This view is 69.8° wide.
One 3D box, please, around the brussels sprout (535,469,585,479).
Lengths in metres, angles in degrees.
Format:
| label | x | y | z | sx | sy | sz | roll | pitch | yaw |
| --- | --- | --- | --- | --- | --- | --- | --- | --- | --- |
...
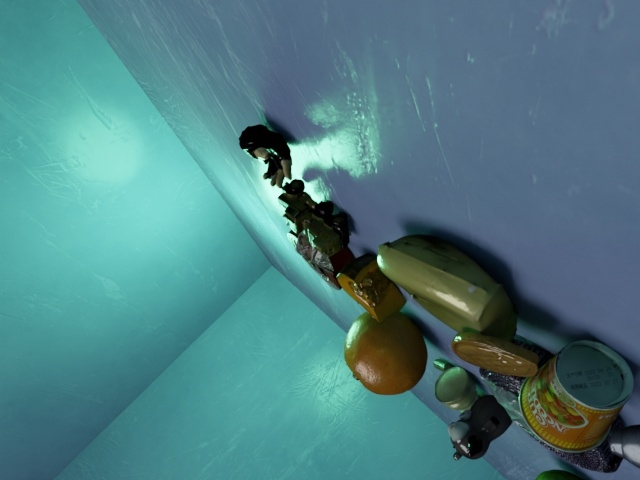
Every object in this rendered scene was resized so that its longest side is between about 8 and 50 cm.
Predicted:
| label | x | y | z | sx | sy | sz | roll | pitch | yaw |
| --- | --- | --- | --- | --- | --- | --- | --- | --- | --- |
| brussels sprout | 0.807 | 0.868 | 1.478 | 0.271 | 0.210 | 0.219 | 35 | 147 | -4 |

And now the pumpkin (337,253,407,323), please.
| label | x | y | z | sx | sy | sz | roll | pitch | yaw |
| --- | --- | --- | --- | --- | --- | --- | --- | --- | --- |
| pumpkin | 0.155 | 0.143 | 1.458 | 0.125 | 0.131 | 0.248 | 16 | 144 | 51 |

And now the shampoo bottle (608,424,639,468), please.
| label | x | y | z | sx | sy | sz | roll | pitch | yaw |
| --- | --- | --- | --- | --- | --- | --- | --- | --- | --- |
| shampoo bottle | 0.558 | 0.325 | 0.674 | 0.233 | 0.049 | 0.087 | -10 | 94 | 55 |

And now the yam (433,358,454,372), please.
| label | x | y | z | sx | sy | sz | roll | pitch | yaw |
| --- | --- | --- | --- | --- | --- | --- | --- | --- | --- |
| yam | 0.461 | 0.470 | 1.712 | 0.043 | 0.043 | 0.094 | 47 | 170 | -8 |

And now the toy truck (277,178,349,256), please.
| label | x | y | z | sx | sy | sz | roll | pitch | yaw |
| --- | --- | --- | --- | --- | --- | --- | --- | --- | --- |
| toy truck | -0.032 | -0.063 | 1.362 | 0.257 | 0.127 | 0.127 | 44 | 160 | 28 |

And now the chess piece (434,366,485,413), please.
| label | x | y | z | sx | sy | sz | roll | pitch | yaw |
| --- | --- | --- | --- | --- | --- | --- | --- | --- | --- |
| chess piece | 0.537 | 0.577 | 1.624 | 0.251 | 0.144 | 0.144 | 42 | 170 | -17 |

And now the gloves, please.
| label | x | y | z | sx | sy | sz | roll | pitch | yaw |
| --- | --- | --- | --- | --- | --- | --- | --- | --- | --- |
| gloves | -0.130 | -0.220 | 1.208 | 0.203 | 0.124 | 0.164 | 39 | -175 | 25 |

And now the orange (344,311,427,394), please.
| label | x | y | z | sx | sy | sz | roll | pitch | yaw |
| --- | --- | --- | --- | --- | --- | --- | --- | --- | --- |
| orange | 0.231 | 0.395 | 1.640 | 0.312 | 0.312 | 0.312 | 43 | 168 | 11 |

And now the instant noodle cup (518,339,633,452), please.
| label | x | y | z | sx | sy | sz | roll | pitch | yaw |
| --- | --- | --- | --- | --- | --- | --- | --- | --- | --- |
| instant noodle cup | 0.453 | 0.265 | 0.804 | 0.168 | 0.168 | 0.185 | 38 | 159 | 31 |

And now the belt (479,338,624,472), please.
| label | x | y | z | sx | sy | sz | roll | pitch | yaw |
| --- | --- | --- | --- | --- | --- | --- | --- | --- | --- |
| belt | 0.500 | 0.362 | 1.016 | 0.325 | 0.122 | 0.260 | 45 | 163 | 0 |

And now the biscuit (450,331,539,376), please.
| label | x | y | z | sx | sy | sz | roll | pitch | yaw |
| --- | --- | --- | --- | --- | --- | --- | --- | --- | --- |
| biscuit | 0.327 | 0.222 | 0.883 | 0.141 | 0.029 | 0.220 | 34 | 162 | -10 |

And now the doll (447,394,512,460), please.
| label | x | y | z | sx | sy | sz | roll | pitch | yaw |
| --- | --- | --- | --- | --- | --- | --- | --- | --- | --- |
| doll | 0.489 | 0.562 | 1.393 | 0.117 | 0.257 | 0.182 | 49 | 170 | 18 |

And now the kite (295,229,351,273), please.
| label | x | y | z | sx | sy | sz | roll | pitch | yaw |
| --- | --- | --- | --- | --- | --- | --- | --- | --- | --- |
| kite | 0.001 | 0.000 | 1.462 | 0.249 | 0.012 | 0.230 | -20 | 91 | 39 |

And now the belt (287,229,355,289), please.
| label | x | y | z | sx | sy | sz | roll | pitch | yaw |
| --- | --- | --- | --- | --- | --- | --- | --- | --- | --- |
| belt | 0.017 | 0.054 | 1.652 | 0.227 | 0.115 | 0.324 | 31 | 162 | 54 |

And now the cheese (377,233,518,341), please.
| label | x | y | z | sx | sy | sz | roll | pitch | yaw |
| --- | --- | --- | --- | --- | --- | --- | --- | --- | --- |
| cheese | 0.245 | 0.090 | 0.958 | 0.315 | 0.128 | 0.260 | 38 | 168 | 41 |
